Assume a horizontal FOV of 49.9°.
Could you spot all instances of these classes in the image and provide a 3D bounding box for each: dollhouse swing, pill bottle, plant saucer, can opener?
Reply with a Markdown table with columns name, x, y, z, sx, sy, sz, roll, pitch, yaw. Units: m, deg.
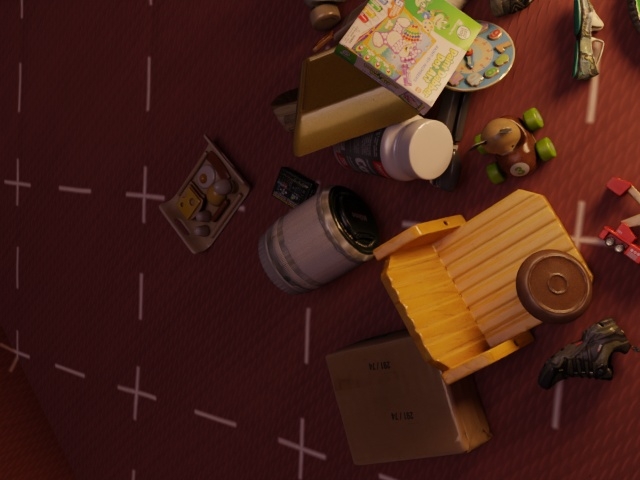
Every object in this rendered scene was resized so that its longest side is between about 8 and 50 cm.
| name | x | y | z | sx | sy | sz | roll | pitch | yaw |
| --- | --- | --- | --- | --- | --- | --- | --- | --- | --- |
| dollhouse swing | 0.375 | 0.081 | 1.544 | 0.305 | 0.315 | 0.347 | -39 | 72 | 40 |
| pill bottle | 0.171 | -0.230 | 1.664 | 0.283 | 0.161 | 0.161 | 20 | 105 | 53 |
| plant saucer | 0.073 | -0.387 | 1.675 | 0.332 | 0.081 | 0.333 | -16 | 46 | 20 |
| can opener | 0.327 | -0.260 | 1.654 | 0.095 | 0.076 | 0.283 | 24 | 107 | 50 |
| plant saucer | 0.512 | 0.098 | 1.494 | 0.168 | 0.029 | 0.168 | 0 | 76 | -1 |

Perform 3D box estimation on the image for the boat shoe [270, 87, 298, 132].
| name | x | y | z | sx | sy | sz | roll | pitch | yaw |
| --- | --- | --- | --- | --- | --- | --- | --- | --- | --- |
| boat shoe | 0.030 | -0.362 | 1.842 | 0.341 | 0.122 | 0.110 | -2 | 128 | 35 |

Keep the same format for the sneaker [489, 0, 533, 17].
| name | x | y | z | sx | sy | sz | roll | pitch | yaw |
| --- | --- | --- | --- | --- | --- | --- | --- | --- | --- |
| sneaker | 0.445 | -0.634 | 1.556 | 0.130 | 0.087 | 0.228 | -4 | 94 | 32 |

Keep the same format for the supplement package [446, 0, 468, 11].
| name | x | y | z | sx | sy | sz | roll | pitch | yaw |
| --- | --- | --- | --- | --- | --- | --- | --- | --- | --- |
| supplement package | 0.274 | -0.578 | 1.657 | 0.105 | 0.105 | 0.179 | 49 | 116 | 20 |

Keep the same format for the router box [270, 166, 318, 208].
| name | x | y | z | sx | sy | sz | roll | pitch | yaw |
| --- | --- | --- | --- | --- | --- | --- | --- | --- | --- |
| router box | -0.074 | -0.144 | 1.955 | 0.122 | 0.038 | 0.092 | 32 | 109 | 28 |

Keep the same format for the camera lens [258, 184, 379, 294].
| name | x | y | z | sx | sy | sz | roll | pitch | yaw |
| --- | --- | --- | --- | --- | --- | --- | --- | --- | --- |
| camera lens | 0.000 | 0.000 | 1.807 | 0.274 | 0.219 | 0.219 | -32 | 76 | 31 |

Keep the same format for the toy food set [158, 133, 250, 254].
| name | x | y | z | sx | sy | sz | roll | pitch | yaw |
| --- | --- | --- | --- | --- | --- | --- | --- | --- | --- |
| toy food set | -0.366 | -0.140 | 2.116 | 0.220 | 0.092 | 0.306 | 49 | 116 | 21 |

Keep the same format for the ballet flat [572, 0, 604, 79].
| name | x | y | z | sx | sy | sz | roll | pitch | yaw |
| --- | --- | --- | --- | --- | --- | --- | --- | --- | --- |
| ballet flat | 0.584 | -0.444 | 1.497 | 0.070 | 0.070 | 0.188 | 4 | 97 | 33 |

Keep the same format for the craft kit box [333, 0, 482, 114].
| name | x | y | z | sx | sy | sz | roll | pitch | yaw |
| --- | --- | --- | --- | --- | --- | --- | --- | --- | --- |
| craft kit box | 0.198 | -0.448 | 1.535 | 0.246 | 0.061 | 0.250 | 34 | 73 | -6 |

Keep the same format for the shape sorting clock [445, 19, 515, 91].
| name | x | y | z | sx | sy | sz | roll | pitch | yaw |
| --- | --- | --- | --- | --- | --- | --- | --- | --- | --- |
| shape sorting clock | 0.347 | -0.435 | 1.606 | 0.206 | 0.040 | 0.206 | -6 | 67 | 13 |

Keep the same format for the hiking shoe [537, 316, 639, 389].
| name | x | y | z | sx | sy | sz | roll | pitch | yaw |
| --- | --- | --- | --- | --- | --- | --- | --- | --- | --- |
| hiking shoe | 0.585 | 0.275 | 1.520 | 0.227 | 0.086 | 0.114 | -48 | 65 | 25 |

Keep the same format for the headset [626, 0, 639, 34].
| name | x | y | z | sx | sy | sz | roll | pitch | yaw |
| --- | --- | --- | --- | --- | --- | --- | --- | --- | --- |
| headset | 0.791 | -0.548 | 1.328 | 0.243 | 0.185 | 0.394 | 56 | 134 | 22 |

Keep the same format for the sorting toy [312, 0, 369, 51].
| name | x | y | z | sx | sy | sz | roll | pitch | yaw |
| --- | --- | --- | --- | --- | --- | --- | --- | --- | --- |
| sorting toy | 0.126 | -0.573 | 1.724 | 0.347 | 0.196 | 0.047 | -30 | 111 | 31 |

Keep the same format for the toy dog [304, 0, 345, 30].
| name | x | y | z | sx | sy | sz | roll | pitch | yaw |
| --- | --- | --- | --- | --- | --- | --- | --- | --- | --- |
| toy dog | 0.056 | -0.693 | 1.761 | 0.334 | 0.161 | 0.220 | -46 | 69 | 27 |

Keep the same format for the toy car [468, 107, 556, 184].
| name | x | y | z | sx | sy | sz | roll | pitch | yaw |
| --- | --- | --- | --- | --- | --- | --- | --- | --- | --- |
| toy car | 0.412 | -0.215 | 1.540 | 0.155 | 0.188 | 0.149 | -26 | 79 | 32 |

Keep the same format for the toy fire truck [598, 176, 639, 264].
| name | x | y | z | sx | sy | sz | roll | pitch | yaw |
| --- | --- | --- | --- | --- | --- | --- | --- | --- | --- |
| toy fire truck | 0.671 | -0.034 | 1.466 | 0.192 | 0.047 | 0.135 | 40 | 112 | 24 |

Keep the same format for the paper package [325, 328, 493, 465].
| name | x | y | z | sx | sy | sz | roll | pitch | yaw |
| --- | --- | --- | --- | --- | --- | --- | --- | --- | --- |
| paper package | 0.216 | 0.382 | 1.723 | 0.324 | 0.168 | 0.310 | -20 | 81 | 33 |
